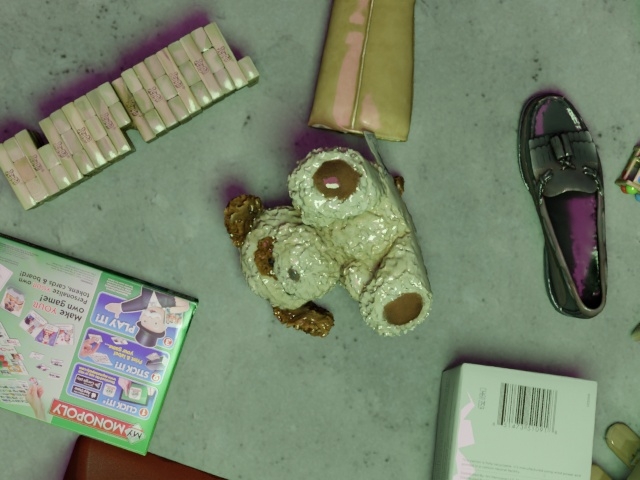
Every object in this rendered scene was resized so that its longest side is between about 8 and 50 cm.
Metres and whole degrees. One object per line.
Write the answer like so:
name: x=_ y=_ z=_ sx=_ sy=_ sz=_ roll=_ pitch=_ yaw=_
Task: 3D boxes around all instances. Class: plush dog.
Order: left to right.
plush dog: x=0.000 y=0.000 z=1.489 sx=0.225 sy=0.210 sz=0.262 roll=-23 pitch=112 yaw=16

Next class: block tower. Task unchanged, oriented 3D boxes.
block tower: x=-0.244 y=-0.162 z=1.496 sx=0.335 sy=0.091 sz=0.097 roll=-29 pitch=95 yaw=-2

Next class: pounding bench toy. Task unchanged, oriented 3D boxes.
pounding bench toy: x=0.430 y=-0.085 z=1.538 sx=0.052 sy=0.083 sz=0.065 roll=28 pitch=91 yaw=-4

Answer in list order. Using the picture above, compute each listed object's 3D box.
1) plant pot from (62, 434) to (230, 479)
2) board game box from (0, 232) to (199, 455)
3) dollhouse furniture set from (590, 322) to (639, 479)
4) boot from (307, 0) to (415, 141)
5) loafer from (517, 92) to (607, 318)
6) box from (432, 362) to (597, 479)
plant pot: x=-0.230 y=0.425 z=1.455 sx=0.267 sy=0.236 sz=0.267 roll=20 pitch=91 yaw=-4
board game box: x=-0.343 y=0.128 z=1.529 sx=0.317 sy=0.046 sz=0.213 roll=19 pitch=93 yaw=-4
dollhouse furniture set: x=0.443 y=0.224 z=1.499 sx=0.161 sy=0.212 sz=0.242 roll=45 pitch=64 yaw=-6
boot: x=0.018 y=-0.275 z=1.507 sx=0.236 sy=0.089 sz=0.269 roll=9 pitch=94 yaw=-3
loafer: x=0.329 y=-0.046 z=1.529 sx=0.109 sy=0.095 sz=0.302 roll=-10 pitch=94 yaw=-3
box: x=0.246 y=0.260 z=1.512 sx=0.181 sy=0.119 sz=0.181 roll=8 pitch=78 yaw=-4
